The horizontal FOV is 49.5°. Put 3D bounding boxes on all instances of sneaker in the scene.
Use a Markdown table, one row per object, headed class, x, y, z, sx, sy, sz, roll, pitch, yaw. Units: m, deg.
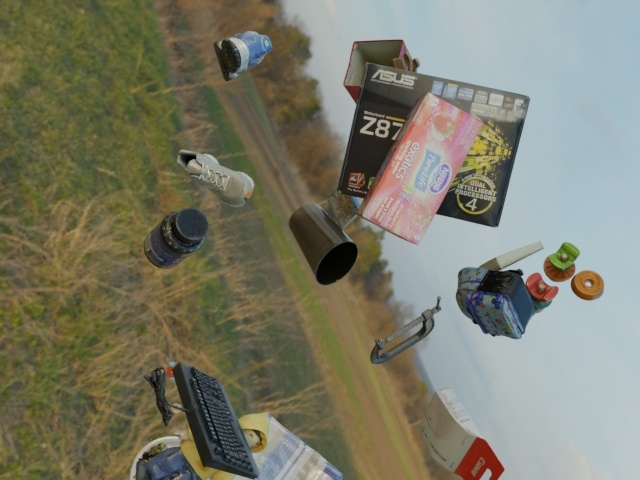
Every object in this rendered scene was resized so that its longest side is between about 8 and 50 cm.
| class | x | y | z | sx | sy | sz | roll | pitch | yaw |
| --- | --- | --- | --- | --- | --- | --- | --- | --- | --- |
| sneaker | -0.292 | -0.169 | 1.856 | 0.262 | 0.099 | 0.121 | 29 | 6 | 36 |
| sneaker | -0.151 | -0.355 | 1.328 | 0.211 | 0.081 | 0.080 | 34 | -36 | 66 |

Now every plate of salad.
| class | x | y | z | sx | sy | sz | roll | pitch | yaw |
| --- | --- | --- | --- | --- | --- | --- | --- | --- | --- |
| plate of salad | -0.379 | 0.595 | 1.739 | 0.048 | 0.200 | 0.200 | 126 | -59 | -79 |

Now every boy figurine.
| class | x | y | z | sx | sy | sz | roll | pitch | yaw |
| --- | --- | --- | --- | --- | --- | --- | --- | --- | --- |
| boy figurine | -0.228 | 0.450 | 1.437 | 0.092 | 0.285 | 0.177 | -134 | -159 | -73 |

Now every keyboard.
| class | x | y | z | sx | sy | sz | roll | pitch | yaw |
| --- | --- | --- | --- | --- | --- | --- | --- | --- | --- |
| keyboard | -0.233 | 0.325 | 1.326 | 0.201 | 0.033 | 0.317 | 27 | 10 | -30 |

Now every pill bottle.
| class | x | y | z | sx | sy | sz | roll | pitch | yaw |
| --- | --- | --- | --- | --- | --- | --- | --- | --- | --- |
| pill bottle | -0.392 | -0.009 | 1.894 | 0.219 | 0.123 | 0.123 | -31 | -98 | 52 |

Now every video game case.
| class | x | y | z | sx | sy | sz | roll | pitch | yaw |
| --- | --- | --- | --- | --- | --- | --- | --- | --- | --- |
| video game case | 0.080 | -0.121 | 2.342 | 0.119 | 0.015 | 0.166 | 65 | -26 | 10 |

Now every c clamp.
| class | x | y | z | sx | sy | sz | roll | pitch | yaw |
| --- | --- | --- | --- | --- | --- | --- | --- | --- | --- |
| c clamp | 0.152 | 0.165 | 1.249 | 0.022 | 0.160 | 0.137 | 55 | -3 | 29 |

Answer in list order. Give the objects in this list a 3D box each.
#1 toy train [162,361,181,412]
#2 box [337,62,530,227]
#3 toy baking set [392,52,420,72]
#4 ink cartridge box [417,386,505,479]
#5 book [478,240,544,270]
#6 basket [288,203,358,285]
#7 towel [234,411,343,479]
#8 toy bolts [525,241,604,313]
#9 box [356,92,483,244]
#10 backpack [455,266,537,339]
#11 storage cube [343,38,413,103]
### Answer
| class | x | y | z | sx | sy | sz | roll | pitch | yaw |
| --- | --- | --- | --- | --- | --- | --- | --- | --- | --- |
| toy train | -0.407 | 0.439 | 2.093 | 0.046 | 0.125 | 0.166 | -52 | 141 | -67 |
| box | 0.265 | -0.225 | 1.660 | 0.097 | 0.395 | 0.318 | -46 | 149 | -83 |
| toy baking set | 0.284 | -0.451 | 2.108 | 0.256 | 0.030 | 0.197 | 64 | -13 | 4 |
| ink cartridge box | 0.330 | 0.500 | 1.677 | 0.189 | 0.066 | 0.232 | 103 | -29 | -44 |
| book | 0.492 | 0.043 | 1.799 | 0.035 | 0.144 | 0.096 | 67 | -20 | 4 |
| basket | 0.000 | 0.000 | 2.287 | 0.227 | 0.154 | 0.204 | 55 | -34 | 34 |
| towel | -0.105 | 0.637 | 1.895 | 0.285 | 0.209 | 0.034 | 35 | -15 | 12 |
| toy bolts | 0.768 | 0.159 | 2.232 | 0.218 | 0.228 | 0.158 | 48 | -16 | 28 |
| box | 0.213 | -0.155 | 1.526 | 0.142 | 0.300 | 0.154 | 28 | 2 | -3 |
| backpack | 0.381 | 0.138 | 1.579 | 0.173 | 0.117 | 0.158 | 8 | -39 | 42 |
| storage cube | 0.216 | -0.573 | 2.443 | 0.193 | 0.215 | 0.184 | 41 | 59 | -60 |
